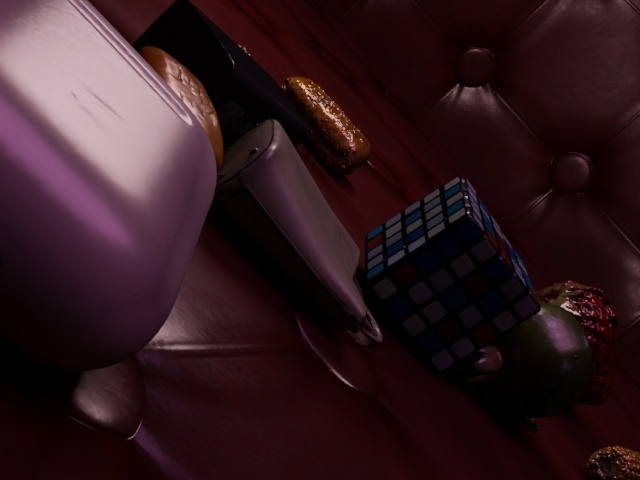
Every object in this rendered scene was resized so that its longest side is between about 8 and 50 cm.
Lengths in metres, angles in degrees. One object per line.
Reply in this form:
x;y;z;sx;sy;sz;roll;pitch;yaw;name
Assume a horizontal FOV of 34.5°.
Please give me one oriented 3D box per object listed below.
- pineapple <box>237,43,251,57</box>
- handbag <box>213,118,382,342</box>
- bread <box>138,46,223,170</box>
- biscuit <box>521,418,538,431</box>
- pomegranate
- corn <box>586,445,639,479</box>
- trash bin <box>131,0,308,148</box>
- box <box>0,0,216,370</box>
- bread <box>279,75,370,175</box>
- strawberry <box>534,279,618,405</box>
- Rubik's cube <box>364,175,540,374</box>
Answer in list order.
-0.164;-0.277;1.629;0.074;0.074;0.159;48;23;4;pineapple
0.000;0.000;1.296;0.315;0.109;0.241;47;14;-15;handbag
-0.174;-0.148;1.223;0.116;0.077;0.200;30;28;-38;bread
0.317;0.270;1.644;0.089;0.016;0.046;36;18;-36;biscuit
0.294;0.180;1.548;0.225;0.187;0.187;1;39;-28;pomegranate
0.548;0.411;1.762;0.293;0.106;0.106;32;21;-45;corn
-0.134;-0.209;1.454;0.165;0.115;0.225;55;13;30;trash bin
-0.210;-0.072;0.778;0.289;0.141;0.349;45;18;-16;box
0.003;-0.213;1.897;0.211;0.083;0.114;48;19;10;bread
0.472;0.205;1.944;0.244;0.205;0.205;58;11;-18;strawberry
0.184;0.048;1.484;0.182;0.184;0.187;53;15;-16;Rubik's cube
